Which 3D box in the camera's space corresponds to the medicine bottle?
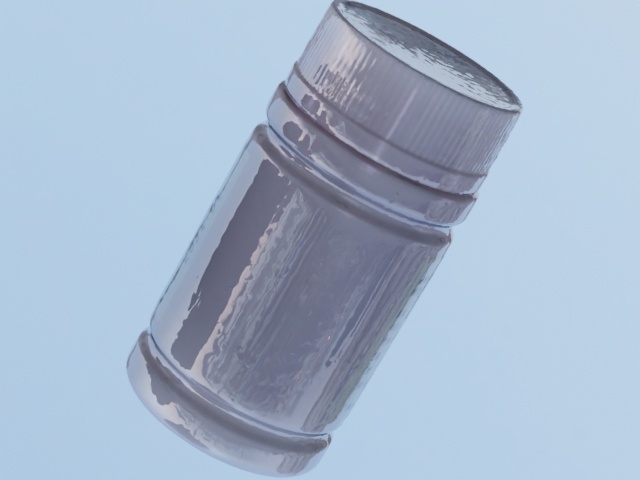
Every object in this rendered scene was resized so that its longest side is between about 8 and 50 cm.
[{"bbox_3d":[0.000,0.000,1.092,0.133,0.249,0.133,26,-162,-9],"label":"medicine bottle"}]
